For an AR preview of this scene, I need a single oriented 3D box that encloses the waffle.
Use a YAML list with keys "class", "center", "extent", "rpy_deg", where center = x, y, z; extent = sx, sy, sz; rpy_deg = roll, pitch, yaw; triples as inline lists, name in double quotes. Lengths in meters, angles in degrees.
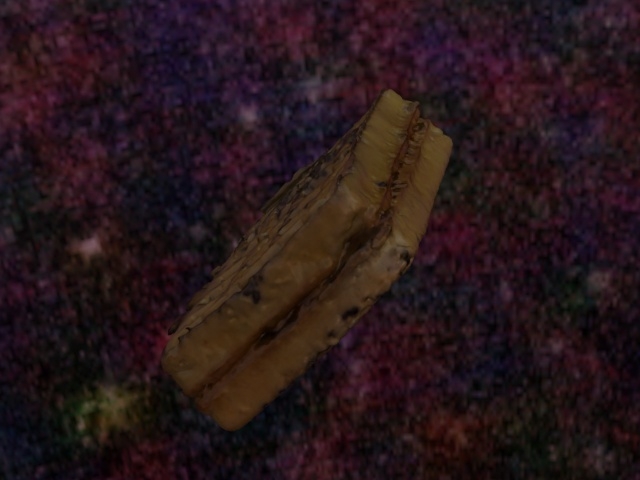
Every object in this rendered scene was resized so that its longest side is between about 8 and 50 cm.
- class: "waffle"
  center: [0.000, 0.000, 1.441]
  extent: [0.114, 0.261, 0.376]
  rpy_deg: [41, 23, -5]
